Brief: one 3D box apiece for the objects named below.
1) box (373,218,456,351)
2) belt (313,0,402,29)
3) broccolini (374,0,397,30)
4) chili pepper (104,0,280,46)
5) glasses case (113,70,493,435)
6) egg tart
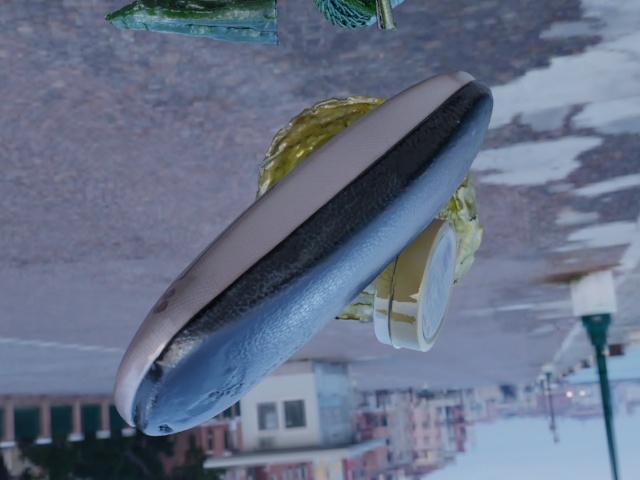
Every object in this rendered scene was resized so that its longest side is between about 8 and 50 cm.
[{"bbox_3d":[0.074,0.032,0.752,0.037,0.105,0.105,10,176,20],"label":"box"},{"bbox_3d":[0.044,-0.288,1.068,0.121,0.079,0.151,-40,158,10],"label":"belt"},{"bbox_3d":[0.048,-0.292,0.858,0.044,0.218,0.042,-12,-170,-17],"label":"broccolini"},{"bbox_3d":[-0.166,-0.288,1.286,0.227,0.059,0.088,-1,161,-4],"label":"chili pepper"},{"bbox_3d":[0.000,0.000,0.599,0.314,0.075,0.122,-42,166,-30],"label":"glasses case"},{"bbox_3d":[0.057,-0.036,1.195,0.295,0.295,0.116,-5,-178,0],"label":"egg tart"}]
